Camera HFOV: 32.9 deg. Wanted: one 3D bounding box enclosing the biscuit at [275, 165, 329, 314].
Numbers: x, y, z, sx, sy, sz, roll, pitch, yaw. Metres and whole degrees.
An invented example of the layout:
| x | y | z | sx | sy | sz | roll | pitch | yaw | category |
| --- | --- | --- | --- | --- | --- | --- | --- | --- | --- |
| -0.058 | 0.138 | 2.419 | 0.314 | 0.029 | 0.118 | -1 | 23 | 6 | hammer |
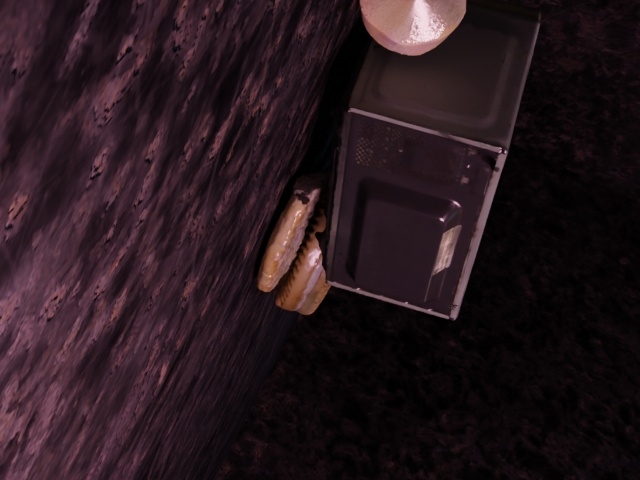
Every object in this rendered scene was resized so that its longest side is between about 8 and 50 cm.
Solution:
| x | y | z | sx | sy | sz | roll | pitch | yaw | category |
| --- | --- | --- | --- | --- | --- | --- | --- | --- | --- |
| 0.000 | 0.000 | 1.707 | 0.259 | 0.079 | 0.259 | -159 | -90 | -85 | biscuit |

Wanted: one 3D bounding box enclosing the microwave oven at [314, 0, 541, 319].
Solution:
| x | y | z | sx | sy | sz | roll | pitch | yaw | category |
| --- | --- | --- | --- | --- | --- | --- | --- | --- | --- |
| 0.126 | -0.114 | 1.405 | 0.355 | 0.219 | 0.286 | 96 | 12 | -54 | microwave oven |

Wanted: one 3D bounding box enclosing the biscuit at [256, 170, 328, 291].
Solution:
| x | y | z | sx | sy | sz | roll | pitch | yaw | category |
| --- | --- | --- | --- | --- | --- | --- | --- | --- | --- |
| -0.039 | -0.019 | 1.480 | 0.188 | 0.040 | 0.265 | -63 | 178 | -22 | biscuit |

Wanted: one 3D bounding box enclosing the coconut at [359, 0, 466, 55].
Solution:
| x | y | z | sx | sy | sz | roll | pitch | yaw | category |
| --- | --- | --- | --- | --- | --- | --- | --- | --- | --- |
| 0.098 | -0.263 | 1.173 | 0.122 | 0.116 | 0.116 | -100 | -145 | -88 | coconut |
